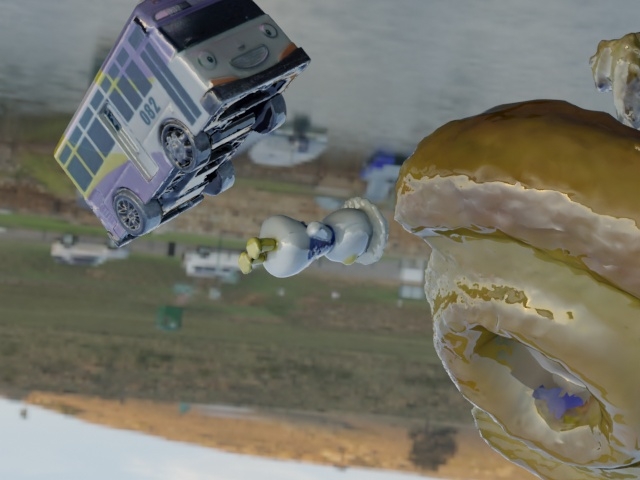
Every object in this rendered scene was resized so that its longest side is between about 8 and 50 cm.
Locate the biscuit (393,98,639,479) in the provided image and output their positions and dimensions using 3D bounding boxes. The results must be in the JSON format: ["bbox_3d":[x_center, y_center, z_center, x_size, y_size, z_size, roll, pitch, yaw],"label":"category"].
[{"bbox_3d":[0.154,0.054,0.567,0.213,0.091,0.274,10,139,39],"label":"biscuit"}]

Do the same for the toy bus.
[{"bbox_3d":[-0.228,-0.205,1.764,0.209,0.249,0.440,-32,173,-39],"label":"toy bus"}]

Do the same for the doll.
[{"bbox_3d":[0.000,0.000,1.854,0.293,0.119,0.138,-14,157,-38],"label":"doll"}]

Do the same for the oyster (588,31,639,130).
[{"bbox_3d":[0.351,-0.066,0.908,0.337,0.133,0.198,24,145,-17],"label":"oyster"}]
